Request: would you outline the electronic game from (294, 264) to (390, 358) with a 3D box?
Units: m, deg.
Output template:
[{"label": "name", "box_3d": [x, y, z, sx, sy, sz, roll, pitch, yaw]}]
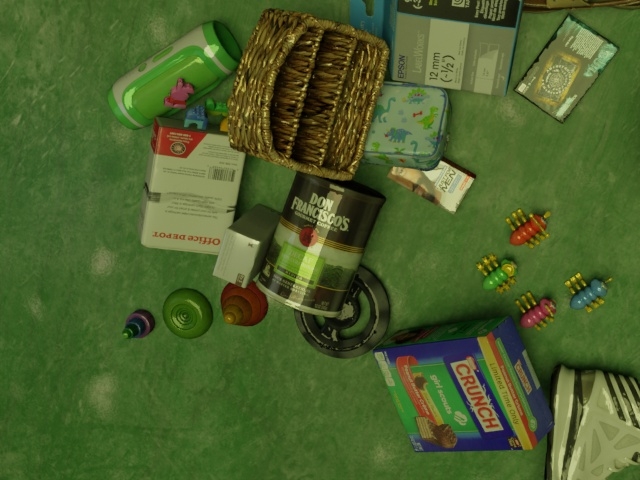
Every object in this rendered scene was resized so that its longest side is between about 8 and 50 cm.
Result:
[{"label": "electronic game", "box_3d": [0.048, 0.159, 1.996, 0.229, 0.048, 0.229, 2, 98, 16]}]

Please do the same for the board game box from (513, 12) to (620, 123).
[{"label": "board game box", "box_3d": [0.500, -0.348, 1.766, 0.126, 0.026, 0.186, 36, 109, 2]}]

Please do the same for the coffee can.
[{"label": "coffee can", "box_3d": [0.000, 0.000, 1.865, 0.202, 0.201, 0.275, 22, 100, 7]}]

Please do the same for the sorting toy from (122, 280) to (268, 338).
[{"label": "sorting toy", "box_3d": [-0.312, 0.187, 2.050, 0.366, 0.126, 0.127, -11, 102, 15]}]

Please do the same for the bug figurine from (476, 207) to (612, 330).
[{"label": "bug figurine", "box_3d": [0.473, 0.078, 1.861, 0.279, 0.072, 0.216, 46, 110, -2]}]

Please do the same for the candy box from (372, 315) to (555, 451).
[{"label": "candy box", "box_3d": [0.305, 0.316, 1.876, 0.317, 0.122, 0.268, -16, 101, 43]}]

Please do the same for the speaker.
[{"label": "speaker", "box_3d": [-0.322, -0.360, 1.908, 0.296, 0.131, 0.131, -28, 96, 19]}]

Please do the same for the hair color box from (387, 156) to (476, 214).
[{"label": "hair color box", "box_3d": [0.240, -0.139, 1.870, 0.167, 0.053, 0.093, 30, 109, 6]}]

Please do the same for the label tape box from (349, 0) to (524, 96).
[{"label": "label tape box", "box_3d": [0.217, -0.435, 1.712, 0.348, 0.115, 0.249, 9, 137, 9]}]

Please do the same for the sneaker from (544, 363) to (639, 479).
[{"label": "sneaker", "box_3d": [0.621, 0.499, 1.885, 0.258, 0.169, 0.447, 4, 103, 14]}]

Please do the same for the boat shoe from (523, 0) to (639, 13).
[{"label": "boat shoe", "box_3d": [0.499, -0.504, 1.676, 0.324, 0.120, 0.122, 0, 104, 13]}]

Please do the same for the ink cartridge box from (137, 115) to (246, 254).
[{"label": "ink cartridge box", "box_3d": [-0.288, -0.120, 1.930, 0.197, 0.114, 0.272, 7, 108, -19]}]

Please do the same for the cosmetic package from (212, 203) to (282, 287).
[{"label": "cosmetic package", "box_3d": [-0.153, 0.007, 1.907, 0.085, 0.231, 0.117, 22, 108, 7]}]

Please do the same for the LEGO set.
[{"label": "LEGO set", "box_3d": [-0.211, -0.290, 1.852, 0.227, 0.087, 0.093, 5, 139, -20]}]

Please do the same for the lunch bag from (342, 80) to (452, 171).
[{"label": "lunch bag", "box_3d": [0.160, -0.243, 1.807, 0.219, 0.090, 0.176, 7, 76, 18]}]

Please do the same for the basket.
[{"label": "basket", "box_3d": [-0.028, -0.288, 1.704, 0.223, 0.213, 0.299, 22, 100, 28]}]
